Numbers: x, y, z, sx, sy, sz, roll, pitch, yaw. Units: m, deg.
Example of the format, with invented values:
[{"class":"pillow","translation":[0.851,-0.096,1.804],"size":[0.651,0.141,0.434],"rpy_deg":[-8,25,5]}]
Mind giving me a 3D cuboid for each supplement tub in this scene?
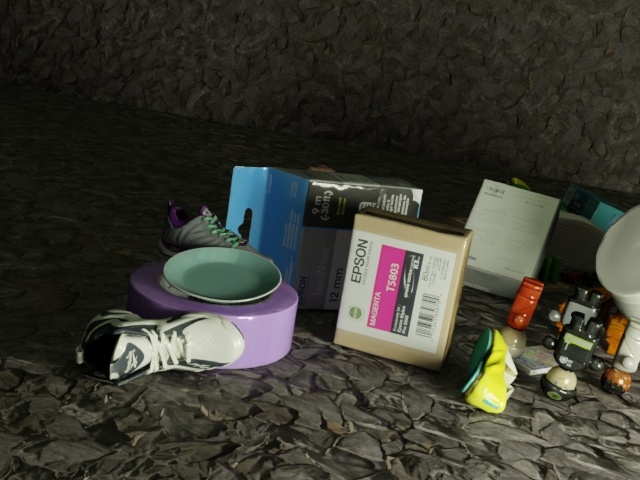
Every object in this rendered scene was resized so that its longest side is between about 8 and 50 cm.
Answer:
[{"class":"supplement tub","translation":[0.666,0.087,1.618],"size":[0.316,0.228,0.228],"rpy_deg":[33,3,-28]}]

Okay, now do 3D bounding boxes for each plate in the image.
[{"class":"plate","translation":[-0.156,0.060,1.439],"size":[0.188,0.024,0.188],"rpy_deg":[6,25,-3]}]

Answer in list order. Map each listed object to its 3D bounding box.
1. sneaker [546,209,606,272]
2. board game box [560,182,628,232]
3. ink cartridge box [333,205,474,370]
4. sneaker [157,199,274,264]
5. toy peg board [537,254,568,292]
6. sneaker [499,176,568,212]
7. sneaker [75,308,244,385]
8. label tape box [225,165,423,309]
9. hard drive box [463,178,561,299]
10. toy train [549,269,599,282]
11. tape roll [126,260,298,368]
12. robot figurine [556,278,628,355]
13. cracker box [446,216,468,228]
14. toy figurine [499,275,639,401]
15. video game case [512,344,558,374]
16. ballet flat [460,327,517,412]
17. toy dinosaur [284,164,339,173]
[{"class":"sneaker","translation":[0.551,-0.041,2.208],"size":[0.366,0.135,0.150],"rpy_deg":[22,25,-19]},{"class":"board game box","translation":[0.861,-0.035,2.525],"size":[0.336,0.079,0.254],"rpy_deg":[24,13,-9]},{"class":"ink cartridge box","translation":[0.137,0.079,1.516],"size":[0.193,0.235,0.088],"rpy_deg":[12,14,15]},{"class":"sneaker","translation":[-0.180,-0.004,1.556],"size":[0.223,0.098,0.083],"rpy_deg":[14,15,19]},{"class":"toy peg board","translation":[0.469,0.059,2.101],"size":[0.161,0.079,0.160],"rpy_deg":[0,17,-31]},{"class":"sneaker","translation":[0.591,-0.047,2.425],"size":[0.343,0.134,0.146],"rpy_deg":[20,20,-45]},{"class":"sneaker","translation":[-0.235,0.158,1.276],"size":[0.235,0.094,0.153],"rpy_deg":[10,16,6]},{"class":"label tape box","translation":[0.000,0.000,1.701],"size":[0.347,0.249,0.115],"rpy_deg":[3,16,-24]},{"class":"hard drive box","translation":[0.406,-0.001,1.989],"size":[0.181,0.089,0.232],"rpy_deg":[18,62,19]},{"class":"toy train","translation":[0.603,0.087,2.183],"size":[0.158,0.027,0.036],"rpy_deg":[7,26,-11]},{"class":"tape roll","translation":[-0.178,0.115,1.482],"size":[0.274,0.090,0.275],"rpy_deg":[8,15,-2]},{"class":"robot figurine","translation":[0.600,0.147,1.835],"size":[0.211,0.085,0.291],"rpy_deg":[20,19,35]},{"class":"cracker box","translation":[0.451,-0.001,2.339],"size":[0.155,0.067,0.232],"rpy_deg":[0,16,-31]},{"class":"toy figurine","translation":[0.422,0.169,1.520],"size":[0.209,0.148,0.213],"rpy_deg":[7,19,-32]},{"class":"video game case","translation":[0.383,0.211,1.606],"size":[0.122,0.011,0.087],"rpy_deg":[-2,18,-34]},{"class":"ballet flat","translation":[0.275,0.212,1.446],"size":[0.077,0.077,0.231],"rpy_deg":[32,21,5]},{"class":"toy dinosaur","translation":[-0.041,-0.116,2.186],"size":[0.127,0.295,0.200],"rpy_deg":[28,37,-48]}]
